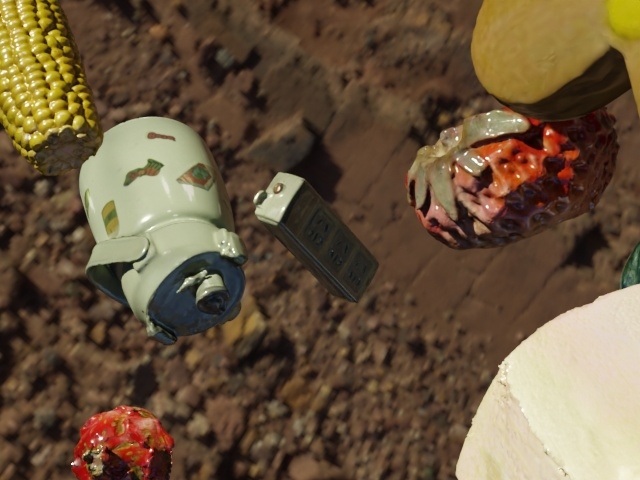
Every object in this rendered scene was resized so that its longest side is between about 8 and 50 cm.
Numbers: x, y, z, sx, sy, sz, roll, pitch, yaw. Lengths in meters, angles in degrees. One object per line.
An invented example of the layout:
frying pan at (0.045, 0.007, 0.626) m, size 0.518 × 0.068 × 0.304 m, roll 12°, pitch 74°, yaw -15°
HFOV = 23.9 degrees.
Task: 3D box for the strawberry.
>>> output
strawberry at (0.265, -0.072, 1.899) m, size 0.265 × 0.336 × 0.149 m, roll -32°, pitch 72°, yaw 40°

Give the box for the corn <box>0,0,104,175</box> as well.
corn at (-0.275, -0.193, 1.350) m, size 0.101 × 0.101 × 0.310 m, roll -40°, pitch 65°, yaw 34°

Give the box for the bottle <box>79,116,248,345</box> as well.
bottle at (-0.217, 0.008, 2.140) m, size 0.229 × 0.352 × 0.229 m, roll -11°, pitch 131°, yaw -13°

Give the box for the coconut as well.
coconut at (0.263, 0.190, 1.220) m, size 0.297 × 0.309 × 0.297 m, roll -11°, pitch 123°, yaw -18°

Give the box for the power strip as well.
power strip at (0.000, 0.001, 2.091) m, size 0.052 × 0.078 × 0.272 m, roll 18°, pitch 161°, yaw 39°

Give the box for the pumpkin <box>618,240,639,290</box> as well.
pumpkin at (0.448, 0.048, 1.438) m, size 0.293 × 0.263 × 0.197 m, roll 44°, pitch 133°, yaw 17°

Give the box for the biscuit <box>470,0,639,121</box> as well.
biscuit at (0.238, -0.102, 0.744) m, size 0.076 × 0.394 × 0.368 m, roll 15°, pitch 139°, yaw -43°

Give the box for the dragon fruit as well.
dragon fruit at (-0.285, 0.287, 2.005) m, size 0.153 × 0.111 × 0.153 m, roll -8°, pitch 74°, yaw 31°
